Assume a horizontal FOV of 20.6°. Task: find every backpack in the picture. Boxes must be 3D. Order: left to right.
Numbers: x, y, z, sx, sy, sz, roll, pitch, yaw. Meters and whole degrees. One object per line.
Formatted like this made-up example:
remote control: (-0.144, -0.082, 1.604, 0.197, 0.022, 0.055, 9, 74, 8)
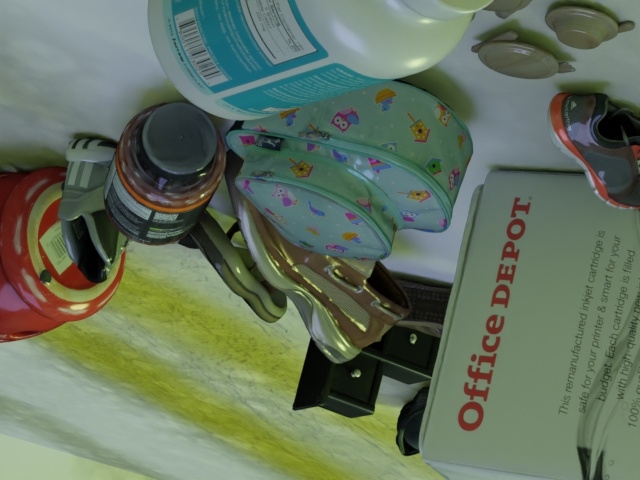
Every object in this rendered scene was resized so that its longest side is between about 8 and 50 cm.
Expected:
backpack: (0.029, -0.067, 1.502, 0.188, 0.144, 0.166, 2, 153, 27)

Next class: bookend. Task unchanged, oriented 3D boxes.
bookend: (0.066, 0.146, 2.071, 0.156, 0.157, 0.072, 23, 161, -21)

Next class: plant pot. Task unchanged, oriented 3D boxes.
plant pot: (-0.321, 0.015, 1.940, 0.174, 0.191, 0.191, -7, 152, 42)

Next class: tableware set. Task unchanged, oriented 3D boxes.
tableware set: (0.139, -0.165, 1.318, 0.169, 0.020, 0.141, 23, 162, -28)

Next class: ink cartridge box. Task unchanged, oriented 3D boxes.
ink cartridge box: (0.317, 0.104, 1.545, 0.395, 0.285, 0.166, 5, 160, 28)

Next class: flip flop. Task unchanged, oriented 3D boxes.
flip flop: (-0.075, 0.015, 1.903, 0.112, 0.080, 0.277, 47, 178, 17)

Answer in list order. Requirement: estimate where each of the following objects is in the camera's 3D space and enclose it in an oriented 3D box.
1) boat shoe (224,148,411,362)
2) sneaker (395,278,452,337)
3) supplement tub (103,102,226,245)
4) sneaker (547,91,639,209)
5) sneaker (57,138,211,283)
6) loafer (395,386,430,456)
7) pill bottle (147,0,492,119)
boat shoe: (0.000, 0.000, 1.798, 0.116, 0.123, 0.324, -25, 141, 9)
sneaker: (0.151, 0.083, 1.997, 0.188, 0.066, 0.071, 18, 179, 6)
supplement tub: (-0.148, -0.068, 1.691, 0.106, 0.106, 0.198, 18, 161, -8)
sneaker: (0.250, -0.072, 1.445, 0.065, 0.061, 0.158, -10, 151, 40)
sneaker: (-0.207, -0.006, 1.873, 0.086, 0.132, 0.229, 1, 157, 37)
loafer: (0.153, 0.254, 2.446, 0.076, 0.078, 0.223, 17, 162, -7)
pill bottle: (0.007, -0.172, 1.198, 0.146, 0.146, 0.264, 27, 159, -32)
